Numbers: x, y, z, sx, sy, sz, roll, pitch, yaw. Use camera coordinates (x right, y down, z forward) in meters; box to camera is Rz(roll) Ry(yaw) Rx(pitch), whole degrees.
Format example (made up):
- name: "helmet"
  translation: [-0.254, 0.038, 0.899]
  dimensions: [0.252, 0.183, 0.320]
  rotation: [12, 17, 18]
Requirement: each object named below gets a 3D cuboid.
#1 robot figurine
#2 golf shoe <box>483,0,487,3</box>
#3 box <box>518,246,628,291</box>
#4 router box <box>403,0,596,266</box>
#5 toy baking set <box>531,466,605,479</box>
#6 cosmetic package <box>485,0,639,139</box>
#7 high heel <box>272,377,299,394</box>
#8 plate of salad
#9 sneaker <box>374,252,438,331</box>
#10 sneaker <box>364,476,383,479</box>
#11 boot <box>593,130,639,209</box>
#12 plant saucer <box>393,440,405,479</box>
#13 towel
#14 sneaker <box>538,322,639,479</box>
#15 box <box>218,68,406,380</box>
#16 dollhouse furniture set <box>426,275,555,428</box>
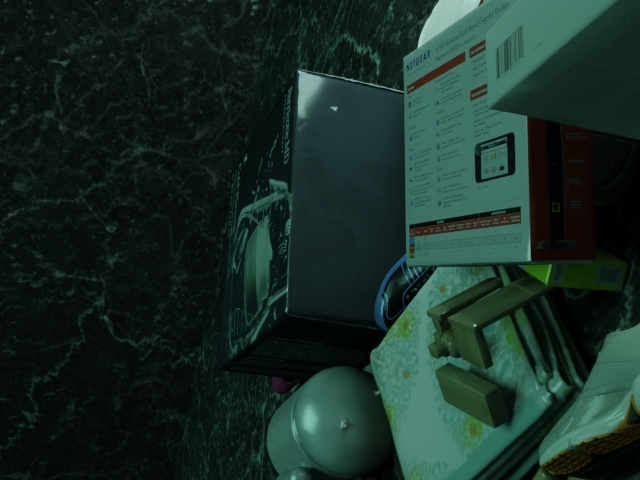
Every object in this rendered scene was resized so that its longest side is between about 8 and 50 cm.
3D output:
- name: "robot figurine"
  translation: [0.021, 0.360, 1.546]
  dimensions: [0.300, 0.200, 0.353]
  rotation: [-53, 0, -35]
- name: "golf shoe"
  translation: [0.280, -0.436, 1.242]
  dimensions: [0.115, 0.140, 0.306]
  rotation: [-113, 34, -56]
- name: "box"
  translation: [0.292, 0.014, 1.041]
  dimensions: [0.178, 0.109, 0.042]
  rotation: [-132, 49, -67]
- name: "router box"
  translation: [0.202, -0.118, 1.002]
  dimensions: [0.335, 0.082, 0.301]
  rotation: [173, 96, -74]
- name: "toy baking set"
  translation: [0.290, 0.386, 1.001]
  dimensions: [0.196, 0.030, 0.256]
  rotation: [-105, 29, -50]
- name: "cosmetic package"
  translation: [0.356, -0.204, 0.674]
  dimensions: [0.377, 0.285, 0.097]
  rotation: [139, 138, -62]
- name: "high heel"
  translation: [-0.056, 0.310, 1.999]
  dimensions: [0.244, 0.082, 0.117]
  rotation: [-57, 17, 25]
- name: "plate of salad"
  translation: [0.227, -0.372, 1.404]
  dimensions: [0.200, 0.048, 0.199]
  rotation: [-54, 20, 30]
- name: "sneaker"
  translation: [0.175, 0.056, 1.332]
  dimensions: [0.232, 0.081, 0.090]
  rotation: [-58, 25, -1]
- name: "sneaker"
  translation: [0.142, 0.488, 1.315]
  dimensions: [0.130, 0.109, 0.286]
  rotation: [-64, 33, 27]
- name: "boot"
  translation: [0.276, -0.149, 1.126]
  dimensions: [0.284, 0.138, 0.377]
  rotation: [119, 148, -54]
- name: "plant saucer"
  translation: [0.178, 0.328, 1.357]
  dimensions: [0.198, 0.036, 0.198]
  rotation: [-171, 90, -72]
- name: "towel"
  translation: [0.212, 0.197, 1.178]
  dimensions: [0.374, 0.090, 0.320]
  rotation: [-58, 32, 37]
- name: "sneaker"
  translation: [0.332, 0.168, 0.903]
  dimensions: [0.262, 0.099, 0.121]
  rotation: [-54, 24, 40]
- name: "box"
  translation: [0.000, 0.000, 1.645]
  dimensions: [0.472, 0.298, 0.479]
  rotation: [138, 137, -60]
- name: "dollhouse furniture set"
  translation: [0.224, 0.134, 1.045]
  dimensions: [0.144, 0.123, 0.151]
  rotation: [17, 130, 65]
